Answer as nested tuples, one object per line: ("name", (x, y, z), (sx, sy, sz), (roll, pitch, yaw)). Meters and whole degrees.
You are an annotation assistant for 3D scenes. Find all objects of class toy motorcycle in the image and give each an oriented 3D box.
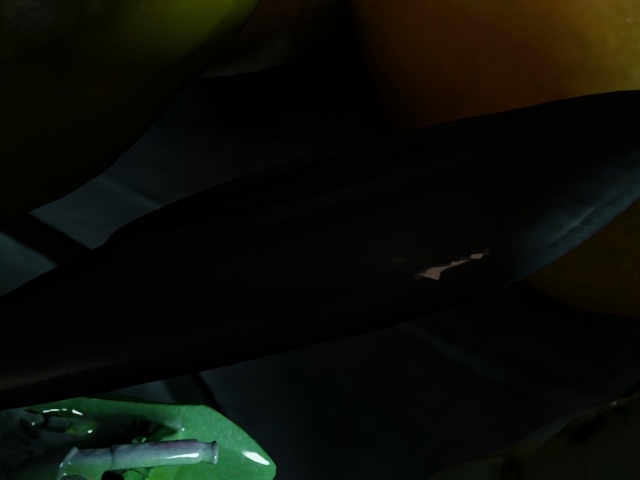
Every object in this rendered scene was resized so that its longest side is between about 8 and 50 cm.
("toy motorcycle", (-0.116, 0.060, 0.606), (0.190, 0.074, 0.106), (26, 37, 9))

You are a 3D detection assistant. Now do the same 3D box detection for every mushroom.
("mushroom", (-0.005, -0.130, 0.804), (0.094, 0.072, 0.209), (3, 42, 11))

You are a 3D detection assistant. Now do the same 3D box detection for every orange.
("orange", (0.123, -0.089, 0.717), (0.240, 0.171, 0.240), (23, 54, -34))

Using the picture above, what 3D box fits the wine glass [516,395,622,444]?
("wine glass", (0.210, 0.030, 0.493), (0.267, 0.406, 0.267), (10, 46, -11))

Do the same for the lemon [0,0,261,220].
("lemon", (-0.152, -0.155, 0.595), (0.364, 0.364, 0.364), (9, 45, -9))

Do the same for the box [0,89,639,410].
("box", (0.000, 0.000, 0.559), (0.213, 0.042, 0.201), (-13, 9, 30))

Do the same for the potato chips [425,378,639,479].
("potato chips", (0.003, 0.176, 0.343), (0.097, 0.389, 0.373), (32, 35, -25))
